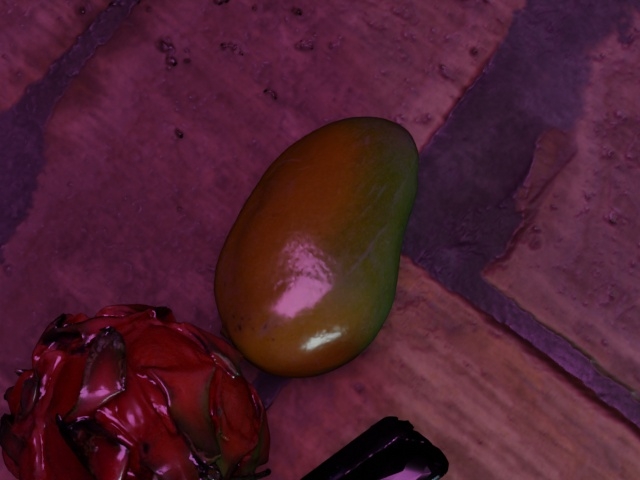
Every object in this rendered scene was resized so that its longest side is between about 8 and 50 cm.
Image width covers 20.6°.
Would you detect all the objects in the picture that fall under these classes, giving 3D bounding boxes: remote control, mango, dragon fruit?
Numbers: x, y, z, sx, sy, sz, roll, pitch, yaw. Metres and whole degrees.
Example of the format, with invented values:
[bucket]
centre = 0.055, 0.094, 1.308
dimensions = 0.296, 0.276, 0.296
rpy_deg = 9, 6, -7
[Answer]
[remote control]
centre = -0.074, 0.275, 1.484
dimensions = 0.399, 0.144, 0.062
rpy_deg = -34, 95, -3
[mango]
centre = 0.000, 0.000, 1.545
dimensions = 0.156, 0.114, 0.251
rpy_deg = 19, 81, 11
[dragon fruit]
centre = -0.146, 0.177, 1.443
dimensions = 0.234, 0.293, 0.234
rpy_deg = -10, 119, -18
